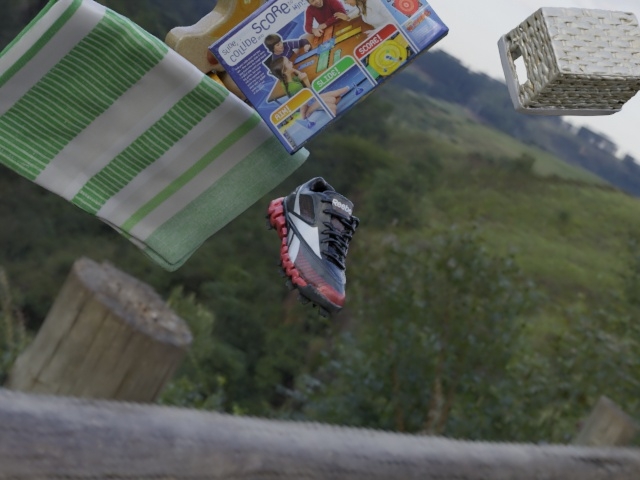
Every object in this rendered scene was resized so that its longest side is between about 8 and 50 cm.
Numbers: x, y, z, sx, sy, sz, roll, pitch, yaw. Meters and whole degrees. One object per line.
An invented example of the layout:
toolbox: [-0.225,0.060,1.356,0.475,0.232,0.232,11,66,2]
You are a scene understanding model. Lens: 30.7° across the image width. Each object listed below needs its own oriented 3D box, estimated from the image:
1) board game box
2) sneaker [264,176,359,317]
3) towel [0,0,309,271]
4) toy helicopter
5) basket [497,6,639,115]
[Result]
board game box: [0.008,-0.199,1.167,0.136,0.201,0.035,53,3,3]
sneaker: [0.000,0.000,1.803,0.097,0.135,0.276,38,21,-35]
towel: [-0.214,-0.111,1.283,0.325,0.248,0.038,36,33,-28]
toy helicopter: [-0.090,-0.281,1.511,0.235,0.355,0.140,-10,34,-34]
basket: [0.332,-0.233,1.508,0.167,0.113,0.103,-2,-22,-26]
